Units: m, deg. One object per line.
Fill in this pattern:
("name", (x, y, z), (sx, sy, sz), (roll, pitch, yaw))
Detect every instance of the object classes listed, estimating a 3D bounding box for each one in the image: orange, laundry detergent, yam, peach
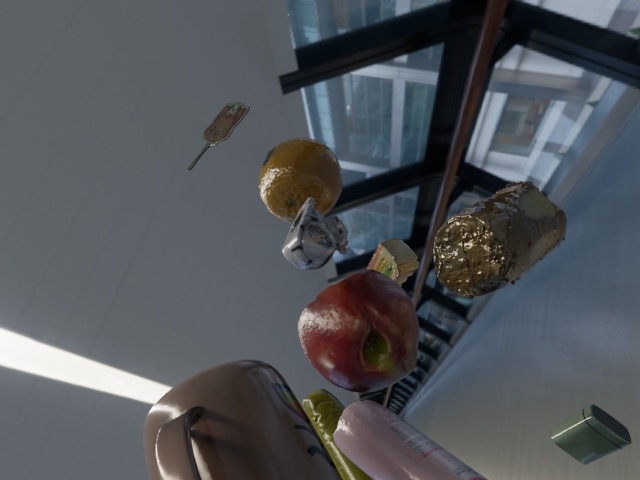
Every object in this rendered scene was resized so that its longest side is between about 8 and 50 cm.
("orange", (-0.050, -0.152, 1.204), (0.236, 0.237, 0.236), (12, -90, -77))
("laundry detergent", (0.171, 0.325, 0.591), (0.159, 0.335, 0.087), (37, -100, -49))
("yam", (0.280, -0.007, 0.731), (0.238, 0.129, 0.128), (-21, -61, -39))
("peach", (0.081, 0.192, 1.076), (0.338, 0.281, 0.280), (-139, 59, -76))

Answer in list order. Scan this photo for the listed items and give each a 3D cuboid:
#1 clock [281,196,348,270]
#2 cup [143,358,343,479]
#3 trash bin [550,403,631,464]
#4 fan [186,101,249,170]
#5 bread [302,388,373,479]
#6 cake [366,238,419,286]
("clock", (0.000, 0.000, 0.907), (0.080, 0.117, 0.176), (-52, 11, 32))
("cup", (-0.096, 0.242, 0.494), (0.192, 0.200, 0.253), (-32, -32, -2))
("trash bin", (0.649, 0.470, 1.136), (0.130, 0.116, 0.059), (-54, -1, 35))
("fan", (-0.261, -0.258, 1.161), (0.220, 0.132, 0.009), (-57, -47, -12))
("bread", (0.076, 0.531, 1.146), (0.383, 0.112, 0.166), (50, 156, 46))
("cake", (0.200, 0.091, 1.364), (0.090, 0.109, 0.225), (-23, -28, -28))
